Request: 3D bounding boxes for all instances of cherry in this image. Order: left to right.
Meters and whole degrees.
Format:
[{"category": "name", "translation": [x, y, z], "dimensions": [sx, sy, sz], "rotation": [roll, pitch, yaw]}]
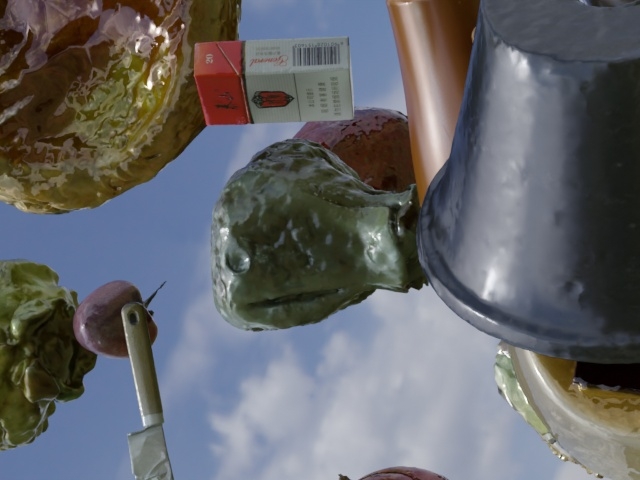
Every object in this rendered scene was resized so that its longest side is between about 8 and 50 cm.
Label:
[{"category": "cherry", "translation": [-0.275, 0.105, 2.252], "dimensions": [0.126, 0.087, 0.106], "rotation": [4, -113, -34]}]

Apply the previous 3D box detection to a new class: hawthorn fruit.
[{"category": "hawthorn fruit", "translation": [0.068, -0.077, 2.449], "dimensions": [0.300, 0.254, 0.254], "rotation": [-35, -43, -44]}]

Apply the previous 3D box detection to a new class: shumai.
[{"category": "shumai", "translation": [0.000, 0.000, 1.974], "dimensions": [0.261, 0.222, 0.225], "rotation": [-33, -68, -23]}]

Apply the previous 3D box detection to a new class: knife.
[{"category": "knife", "translation": [-0.187, 0.213, 1.833], "dimensions": [0.017, 0.047, 0.297], "rotation": [105, 153, -78]}]

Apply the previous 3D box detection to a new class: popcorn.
[{"category": "popcorn", "translation": [-0.432, 0.158, 2.338], "dimensions": [0.224, 0.270, 0.258], "rotation": [35, -75, -28]}]

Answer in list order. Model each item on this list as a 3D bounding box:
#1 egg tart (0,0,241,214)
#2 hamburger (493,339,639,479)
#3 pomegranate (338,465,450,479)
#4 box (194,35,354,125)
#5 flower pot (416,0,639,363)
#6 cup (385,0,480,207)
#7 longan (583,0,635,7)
[{"category": "egg tart", "translation": [-0.288, -0.236, 2.040], "dimensions": [0.178, 0.443, 0.443], "rotation": [41, -114, -67]}, {"category": "hamburger", "translation": [0.307, 0.081, 1.497], "dimensions": [0.170, 0.302, 0.302], "rotation": [62, -133, -63]}, {"category": "pomegranate", "translation": [0.093, 0.382, 2.125], "dimensions": [0.210, 0.235, 0.210], "rotation": [-21, -57, -37]}, {"category": "box", "translation": [-0.044, -0.157, 1.676], "dimensions": [0.100, 0.152, 0.048], "rotation": [83, -177, -62]}, {"category": "flower pot", "translation": [0.258, -0.101, 1.417], "dimensions": [0.379, 0.379, 0.251], "rotation": [-55, -34, -43]}, {"category": "cup", "translation": [0.170, -0.152, 1.791], "dimensions": [0.226, 0.182, 0.264], "rotation": [-133, 25, -73]}, {"category": "longan", "translation": [0.487, -0.370, 1.950], "dimensions": [0.404, 0.436, 0.403], "rotation": [-162, 90, -90]}]
